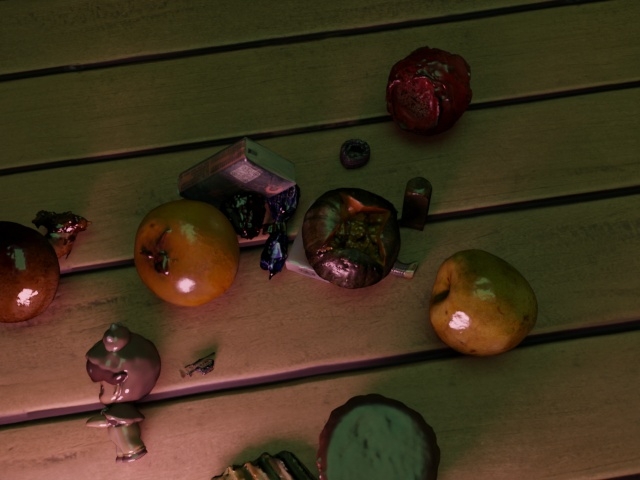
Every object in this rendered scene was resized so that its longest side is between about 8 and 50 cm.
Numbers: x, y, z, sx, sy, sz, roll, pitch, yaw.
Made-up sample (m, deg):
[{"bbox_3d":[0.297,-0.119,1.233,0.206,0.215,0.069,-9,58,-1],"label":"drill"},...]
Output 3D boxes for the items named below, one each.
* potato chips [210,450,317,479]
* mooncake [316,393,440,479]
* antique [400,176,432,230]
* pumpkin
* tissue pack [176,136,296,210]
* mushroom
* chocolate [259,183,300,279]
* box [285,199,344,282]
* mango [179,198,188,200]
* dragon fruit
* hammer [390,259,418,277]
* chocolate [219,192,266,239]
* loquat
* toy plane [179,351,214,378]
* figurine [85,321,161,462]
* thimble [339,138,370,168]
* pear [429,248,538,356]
[{"bbox_3d":[-0.127,0.775,1.604,0.358,0.070,0.429,-35,66,-11],"label":"potato chips"},{"bbox_3d":[0.145,0.579,1.624,0.324,0.187,0.324,0,65,0],"label":"mooncake"},{"bbox_3d":[0.308,-0.122,1.949,0.081,0.221,0.080,13,64,9],"label":"antique"},{"bbox_3d":[0.092,-0.009,1.851,0.320,0.192,0.320,5,71,-16],"label":"pumpkin"},{"bbox_3d":[-0.265,-0.191,1.928,0.315,0.228,0.103,-21,59,35],"label":"tissue pack"},{"bbox_3d":[-0.943,0.075,1.921,0.331,0.356,0.334,8,101,4],"label":"mushroom"},{"bbox_3d":[-0.138,-0.027,1.985,0.148,0.126,0.343,-16,58,38],"label":"chocolate"},{"bbox_3d":[0.000,0.000,1.985,0.155,0.067,0.243,17,66,8],"label":"box"},{"bbox_3d":[-0.424,-0.100,2.043,0.159,0.084,0.105,30,63,16],"label":"mango"},{"bbox_3d":[0.373,-0.518,2.114,0.295,0.296,0.302,26,64,14],"label":"dragon fruit"},{"bbox_3d":[0.196,0.064,1.960,0.226,0.041,0.159,21,66,12],"label":"hammer"},{"bbox_3d":[-0.235,-0.060,1.915,0.156,0.156,0.133,-12,62,-4],"label":"chocolate"},{"bbox_3d":[-0.390,0.036,1.864,0.328,0.359,0.328,4,99,25],"label":"loquat"},{"bbox_3d":[-0.362,0.379,1.829,0.120,0.031,0.049,-28,60,-14],"label":"toy plane"},{"bbox_3d":[-0.546,0.424,1.720,0.203,0.248,0.381,-5,76,-6],"label":"figurine"},{"bbox_3d":[0.120,-0.304,2.136,0.104,0.066,0.095,-27,67,-14],"label":"thimble"},{"bbox_3d":[0.470,0.181,1.756,0.304,0.304,0.304,-1,63,2],"label":"pear"}]
